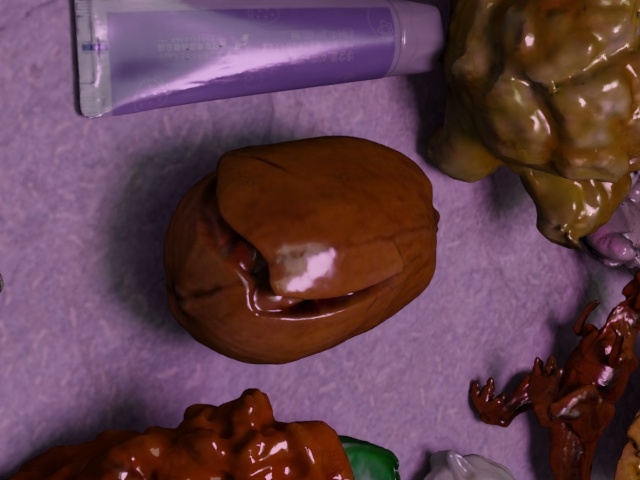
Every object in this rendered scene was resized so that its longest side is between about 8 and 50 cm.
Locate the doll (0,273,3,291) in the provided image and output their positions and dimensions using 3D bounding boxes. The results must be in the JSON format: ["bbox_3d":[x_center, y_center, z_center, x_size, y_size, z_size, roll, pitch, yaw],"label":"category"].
[{"bbox_3d":[-0.314,0.027,1.119,0.115,0.077,0.150,8,104,0],"label":"doll"}]

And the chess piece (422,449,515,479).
[{"bbox_3d":[0.146,0.377,1.447,0.176,0.175,0.298,41,64,-33],"label":"chess piece"}]

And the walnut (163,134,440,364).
[{"bbox_3d":[0.000,0.000,1.269,0.336,0.209,0.209,-12,102,-45],"label":"walnut"}]

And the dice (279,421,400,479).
[{"bbox_3d":[-0.004,0.252,1.337,0.128,0.120,0.131,20,80,-35],"label":"dice"}]

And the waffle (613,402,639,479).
[{"bbox_3d":[0.431,0.205,1.652,0.229,0.057,0.219,9,97,-62],"label":"waffle"}]

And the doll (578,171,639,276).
[{"bbox_3d":[0.377,-0.007,1.607,0.192,0.095,0.149,15,65,-36],"label":"doll"}]

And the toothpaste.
[{"bbox_3d":[-0.052,-0.189,1.284,0.371,0.080,0.125,-8,100,-31],"label":"toothpaste"}]

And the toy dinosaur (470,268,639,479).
[{"bbox_3d":[0.273,0.199,1.551,0.208,0.097,0.432,10,109,-35],"label":"toy dinosaur"}]

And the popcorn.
[{"bbox_3d":[0.258,-0.188,1.386,0.274,0.279,0.336,7,70,3],"label":"popcorn"}]

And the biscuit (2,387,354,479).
[{"bbox_3d":[-0.098,0.296,1.204,0.318,0.110,0.312,-18,110,8],"label":"biscuit"}]
